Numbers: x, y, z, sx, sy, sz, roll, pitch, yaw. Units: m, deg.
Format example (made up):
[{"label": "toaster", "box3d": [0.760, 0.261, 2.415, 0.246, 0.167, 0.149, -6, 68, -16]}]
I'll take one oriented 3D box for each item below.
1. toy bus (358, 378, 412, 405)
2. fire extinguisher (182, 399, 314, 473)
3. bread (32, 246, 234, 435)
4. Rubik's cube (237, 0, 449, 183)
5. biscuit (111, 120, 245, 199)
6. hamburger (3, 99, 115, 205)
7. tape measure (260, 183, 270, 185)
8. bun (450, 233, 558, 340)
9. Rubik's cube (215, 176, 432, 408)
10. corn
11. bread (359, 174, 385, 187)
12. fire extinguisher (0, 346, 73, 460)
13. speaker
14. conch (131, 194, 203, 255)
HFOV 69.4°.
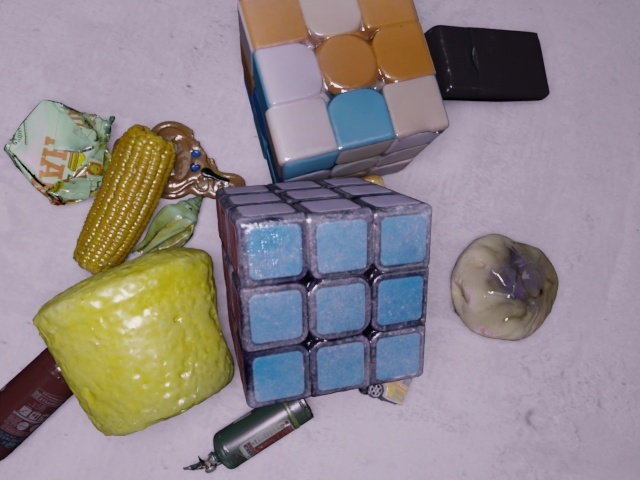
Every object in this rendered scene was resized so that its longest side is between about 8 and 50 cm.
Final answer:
[{"label": "toy bus", "box3d": [0.085, 0.290, 1.092, 0.268, 0.092, 0.106, 33, 72, -2]}, {"label": "fire extinguisher", "box3d": [-0.158, 0.440, 1.039, 0.295, 0.118, 0.093, -30, 53, -10]}, {"label": "bread", "box3d": [-0.345, 0.189, 0.933, 0.349, 0.348, 0.307, -23, 97, -9]}, {"label": "Rubik's cube", "box3d": [0.028, -0.314, 1.026, 0.347, 0.346, 0.343, -14, 84, -9]}, {"label": "biscuit", "box3d": [-0.337, -0.181, 1.115, 0.320, 0.047, 0.183, 29, 83, -5]}, {"label": "hamburger", "box3d": [-0.558, -0.203, 1.041, 0.214, 0.125, 0.235, 42, 80, 3]}, {"label": "tape measure", "box3d": [-0.155, -0.098, 1.101, 0.091, 0.094, 0.054, -25, 86, -45]}, {"label": "bun", "box3d": [0.455, 0.115, 1.122, 0.273, 0.168, 0.272, 3, 77, -12]}, {"label": "Rubik's cube", "box3d": [-0.010, 0.060, 0.811, 0.301, 0.304, 0.304, -7, 109, -15]}, {"label": "corn", "box3d": [-0.435, -0.084, 1.029, 0.131, 0.131, 0.344, 28, 97, -3]}, {"label": "bread", "box3d": [0.000, 0.000, 1.064, 0.376, 0.165, 0.236, -16, 74, -15]}, {"label": "fire extinguisher", "box3d": [-0.641, 0.353, 0.968, 0.337, 0.135, 0.114, -46, 55, -9]}, {"label": "speaker", "box3d": [0.375, -0.425, 1.191, 0.389, 0.184, 0.179, -7, 85, -23]}, {"label": "conch", "box3d": [-0.345, -0.030, 1.080, 0.095, 0.079, 0.200, 34, 97, -15]}]
